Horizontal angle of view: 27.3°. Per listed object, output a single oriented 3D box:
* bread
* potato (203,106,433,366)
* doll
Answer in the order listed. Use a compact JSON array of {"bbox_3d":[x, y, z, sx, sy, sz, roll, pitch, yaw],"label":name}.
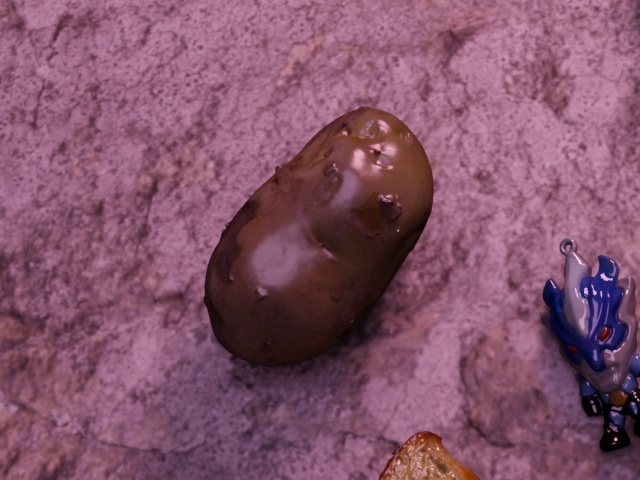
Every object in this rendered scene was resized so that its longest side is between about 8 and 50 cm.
[{"bbox_3d":[0.080,0.258,1.141,0.103,0.065,0.187,27,73,25],"label":"bread"},{"bbox_3d":[0.000,0.000,1.207,0.165,0.165,0.262,38,91,22],"label":"potato"},{"bbox_3d":[0.250,0.087,1.178,0.096,0.070,0.195,-29,65,32],"label":"doll"}]
